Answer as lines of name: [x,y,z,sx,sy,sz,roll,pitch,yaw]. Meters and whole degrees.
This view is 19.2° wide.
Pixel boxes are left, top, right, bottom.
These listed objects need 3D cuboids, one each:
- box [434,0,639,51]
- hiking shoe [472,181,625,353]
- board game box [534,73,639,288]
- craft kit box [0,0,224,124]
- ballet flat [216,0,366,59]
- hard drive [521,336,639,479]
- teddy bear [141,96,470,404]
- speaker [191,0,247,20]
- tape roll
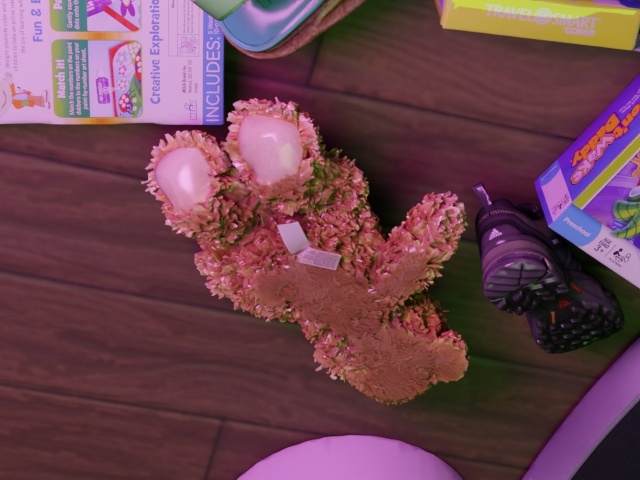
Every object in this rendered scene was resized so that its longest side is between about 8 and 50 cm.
box: [0.180,-0.198,1.518,0.178,0.109,0.042,6,120,-9]
hiking shoe: [0.203,0.022,1.673,0.086,0.114,0.227,-22,151,19]
board game box: [0.397,-0.025,1.664,0.347,0.078,0.233,32,115,-22]
craft kit box: [-0.199,-0.210,1.514,0.247,0.061,0.249,-1,122,-7]
ballet flat: [0.061,-0.263,1.461,0.342,0.124,0.116,-41,86,23]
hard drive: [0.314,0.211,1.823,0.172,0.054,0.254,25,117,-19]
teddy bear: [0.000,0.000,1.621,0.338,0.113,0.245,32,128,-23]
speaker: [-0.124,-0.307,1.367,0.131,0.131,0.296,-36,98,17]
tape roll: [0.028,0.331,1.852,0.286,0.100,0.286,-2,123,-4]
